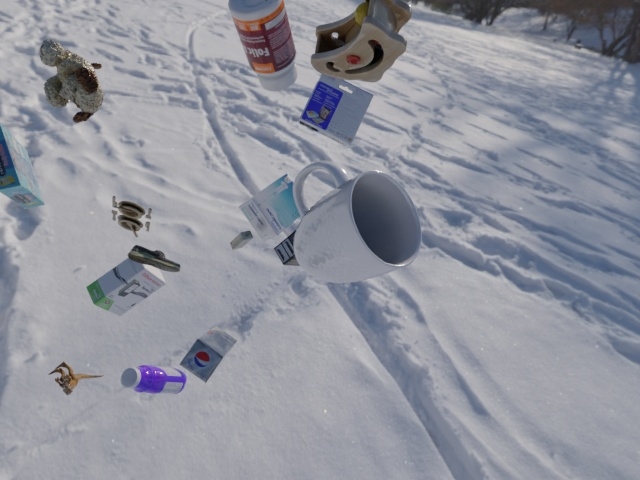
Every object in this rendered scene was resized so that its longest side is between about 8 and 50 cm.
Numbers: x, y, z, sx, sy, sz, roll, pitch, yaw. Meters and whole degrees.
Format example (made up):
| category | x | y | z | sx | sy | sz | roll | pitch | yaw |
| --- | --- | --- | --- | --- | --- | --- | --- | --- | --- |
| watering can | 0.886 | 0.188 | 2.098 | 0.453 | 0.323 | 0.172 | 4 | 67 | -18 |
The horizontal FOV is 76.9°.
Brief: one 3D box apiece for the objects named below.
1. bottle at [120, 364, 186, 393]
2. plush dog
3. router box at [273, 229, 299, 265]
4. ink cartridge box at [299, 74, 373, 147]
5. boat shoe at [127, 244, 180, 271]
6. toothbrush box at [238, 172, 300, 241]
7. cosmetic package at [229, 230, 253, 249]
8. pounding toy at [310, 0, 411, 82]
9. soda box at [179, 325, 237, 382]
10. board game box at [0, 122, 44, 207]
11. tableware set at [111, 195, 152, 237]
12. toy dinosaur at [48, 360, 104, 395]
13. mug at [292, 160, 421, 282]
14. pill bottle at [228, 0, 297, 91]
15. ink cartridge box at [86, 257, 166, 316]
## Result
| category | x | y | z | sx | sy | sz | roll | pitch | yaw |
| --- | --- | --- | --- | --- | --- | --- | --- | --- | --- |
| bottle | -0.611 | 0.511 | 1.481 | 0.118 | 0.283 | 0.092 | 14 | 74 | 18 |
| plush dog | -0.874 | -0.565 | 1.473 | 0.210 | 0.262 | 0.225 | -22 | 69 | -39 |
| router box | 0.000 | 0.000 | 1.555 | 0.081 | 0.243 | 0.308 | 57 | 19 | 18 |
| ink cartridge box | 0.057 | -0.469 | 1.439 | 0.206 | 0.208 | 0.045 | 26 | -7 | -5 |
| boat shoe | -0.706 | 0.073 | 1.733 | 0.223 | 0.080 | 0.074 | 17 | 60 | -7 |
| toothbrush box | -0.223 | -0.166 | 2.004 | 0.216 | 0.126 | 0.295 | 55 | 45 | -12 |
| cosmetic package | -0.372 | -0.001 | 1.896 | 0.060 | 0.115 | 0.041 | -15 | 75 | -47 |
| pounding toy | 0.073 | -0.425 | 0.812 | 0.154 | 0.155 | 0.269 | 10 | -5 | -14 |
| soda box | -0.347 | 0.352 | 1.282 | 0.098 | 0.091 | 0.286 | 35 | -5 | 0 |
| board game box | -1.226 | -0.287 | 1.608 | 0.079 | 0.254 | 0.336 | -19 | 0 | -22 |
| tableware set | -0.643 | -0.073 | 1.356 | 0.128 | 0.194 | 0.039 | 20 | 61 | -18 |
| toy dinosaur | -0.761 | 0.424 | 1.232 | 0.112 | 0.064 | 0.211 | 50 | -9 | -6 |
| mug | 0.055 | -0.054 | 1.177 | 0.276 | 0.328 | 0.374 | -35 | 97 | -42 |
| pill bottle | -0.230 | -0.865 | 1.746 | 0.223 | 0.392 | 0.224 | -5 | 61 | 8 |
| ink cartridge box | -0.908 | 0.210 | 1.902 | 0.272 | 0.198 | 0.115 | -37 | 62 | -8 |
